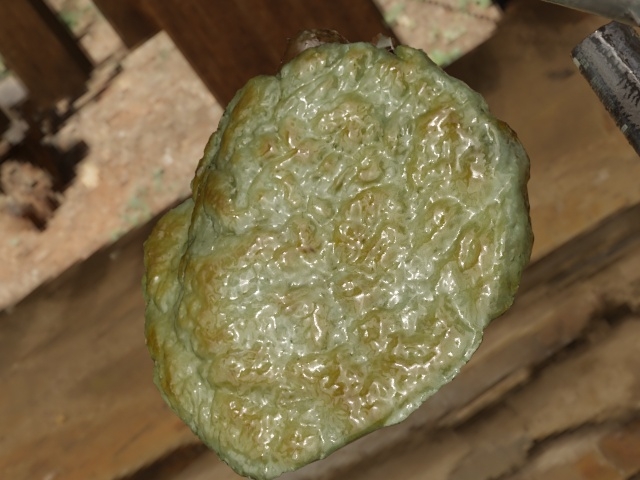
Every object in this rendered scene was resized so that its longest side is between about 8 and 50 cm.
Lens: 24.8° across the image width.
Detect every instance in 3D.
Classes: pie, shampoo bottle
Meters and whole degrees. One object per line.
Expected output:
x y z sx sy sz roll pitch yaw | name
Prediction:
0.004 0.007 0.896 0.257 0.105 0.274 37 90 38 | pie
0.281 -0.083 1.185 0.057 0.208 0.063 -16 -21 -49 | shampoo bottle

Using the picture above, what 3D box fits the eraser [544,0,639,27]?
0.196 -0.250 0.740 0.104 0.189 0.290 30 106 49 | eraser
